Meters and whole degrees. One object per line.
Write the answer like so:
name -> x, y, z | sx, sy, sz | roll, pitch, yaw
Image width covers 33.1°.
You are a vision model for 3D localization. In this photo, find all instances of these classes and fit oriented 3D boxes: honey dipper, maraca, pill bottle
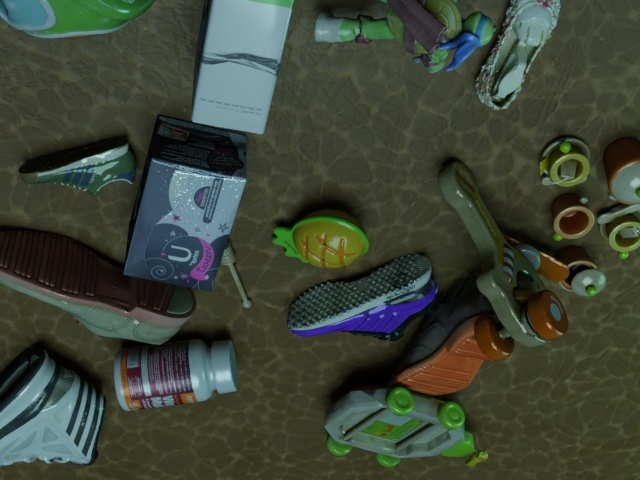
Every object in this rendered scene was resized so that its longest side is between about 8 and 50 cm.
honey dipper -> -0.157, 0.066, 1.987 | 0.031, 0.030, 0.160 | -13, 132, 6
maraca -> 0.000, 0.000, 1.905 | 0.186, 0.099, 0.127 | -10, 136, 35
pill bottle -> -0.275, 0.254, 2.063 | 0.221, 0.121, 0.121 | -8, 128, 2

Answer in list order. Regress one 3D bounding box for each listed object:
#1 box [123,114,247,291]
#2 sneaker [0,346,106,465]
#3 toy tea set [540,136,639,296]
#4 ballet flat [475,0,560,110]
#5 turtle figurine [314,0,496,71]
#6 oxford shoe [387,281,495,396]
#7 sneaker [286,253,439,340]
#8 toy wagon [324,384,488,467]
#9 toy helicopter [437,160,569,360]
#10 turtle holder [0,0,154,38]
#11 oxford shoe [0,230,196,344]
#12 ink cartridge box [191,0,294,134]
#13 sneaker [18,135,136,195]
box -> -0.227, -0.057, 1.811 | 0.163, 0.142, 0.247 | 12, 126, -13
sneaker -> -0.599, 0.423, 2.140 | 0.447, 0.169, 0.257 | -40, 119, 21
toy tea set -> 0.498, -0.031, 1.894 | 0.200, 0.124, 0.336 | -10, 128, 4
ballet flat -> 0.319, -0.306, 1.699 | 0.091, 0.077, 0.241 | 11, 126, -12
turtle figurine -> 0.140, -0.359, 1.630 | 0.266, 0.274, 0.197 | 12, 152, 11
oxford shoe -> 0.244, 0.198, 2.068 | 0.130, 0.132, 0.364 | 16, 144, -25
sneaker -> 0.088, 0.142, 2.014 | 0.293, 0.102, 0.146 | -19, 127, 10
toy wagon -> 0.183, 0.388, 2.193 | 0.344, 0.068, 0.267 | 18, 145, -22
toy helicopter -> 0.315, 0.018, 1.872 | 0.140, 0.235, 0.355 | -28, 93, 35
turtle holder -> -0.378, -0.415, 1.464 | 0.227, 0.243, 0.320 | -20, 138, 33
oxford shoe -> -0.431, 0.103, 1.927 | 0.397, 0.140, 0.146 | 22, 130, -17
ink cartridge box -> -0.112, -0.324, 1.575 | 0.115, 0.198, 0.272 | 9, 126, -11
sneaker -> -0.401, -0.108, 1.806 | 0.192, 0.064, 0.086 | -15, 123, 3
